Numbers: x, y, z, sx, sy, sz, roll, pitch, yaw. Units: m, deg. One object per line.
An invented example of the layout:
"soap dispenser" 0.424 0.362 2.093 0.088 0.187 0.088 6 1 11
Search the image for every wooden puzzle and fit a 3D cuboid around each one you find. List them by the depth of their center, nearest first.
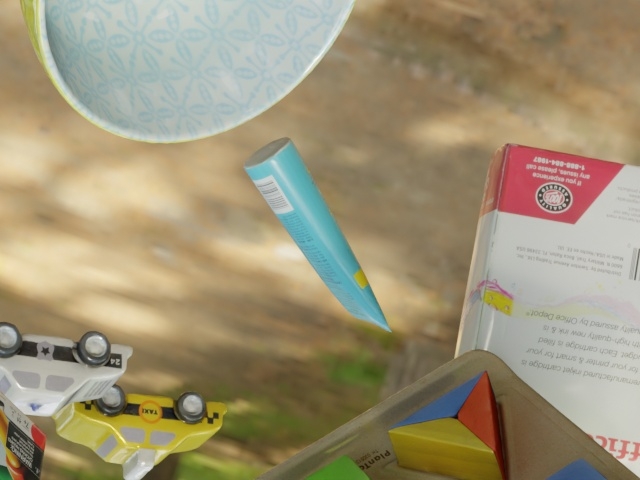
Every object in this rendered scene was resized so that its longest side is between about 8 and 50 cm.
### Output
"wooden puzzle" 0.109 0.244 1.595 0.348 0.322 0.080 43 157 47

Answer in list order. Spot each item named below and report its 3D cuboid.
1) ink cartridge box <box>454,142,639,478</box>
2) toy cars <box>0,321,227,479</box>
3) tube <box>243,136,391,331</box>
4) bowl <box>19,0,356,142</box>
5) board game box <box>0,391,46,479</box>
"ink cartridge box" 0.254 0.077 1.860 0.226 0.306 0.131 11 176 -4
"toy cars" -0.247 0.182 2.029 0.176 0.087 0.394 -14 153 22
"tube" 0.000 0.000 1.819 0.207 0.052 0.080 59 170 -18
"bowl" -0.119 -0.237 1.470 0.289 0.289 0.156 31 -171 -46
"board game box" -0.322 0.157 1.450 0.053 0.193 0.305 -16 138 21
